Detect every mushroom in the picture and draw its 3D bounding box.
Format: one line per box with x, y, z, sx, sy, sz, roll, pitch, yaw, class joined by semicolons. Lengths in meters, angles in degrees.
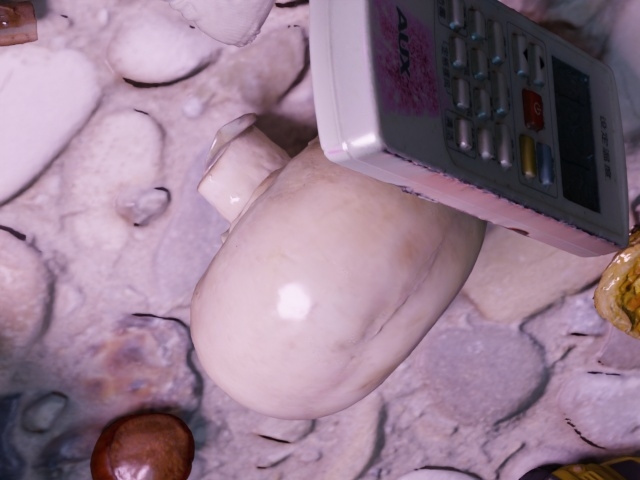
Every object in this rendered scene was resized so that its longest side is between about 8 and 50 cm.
0.000;0.000;1.234;0.246;0.202;0.246;-43;173;-7;mushroom

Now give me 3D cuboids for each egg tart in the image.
0.280;0.024;1.435;0.130;0.052;0.130;-8;134;-9;egg tart

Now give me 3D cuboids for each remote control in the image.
0.106;-0.086;1.153;0.050;0.145;0.344;-12;164;33;remote control

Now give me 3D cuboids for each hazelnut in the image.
-0.143;0.178;1.426;0.086;0.086;0.086;-9;133;-10;hazelnut

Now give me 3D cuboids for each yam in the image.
-0.255;-0.133;1.139;0.145;0.032;0.032;-7;132;-10;yam

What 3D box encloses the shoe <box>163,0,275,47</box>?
-0.072;-0.221;1.015;0.159;0.124;0.316;15;156;-10;shoe

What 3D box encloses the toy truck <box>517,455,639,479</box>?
0.270;0.282;1.618;0.165;0.147;0.224;-32;135;-22;toy truck
